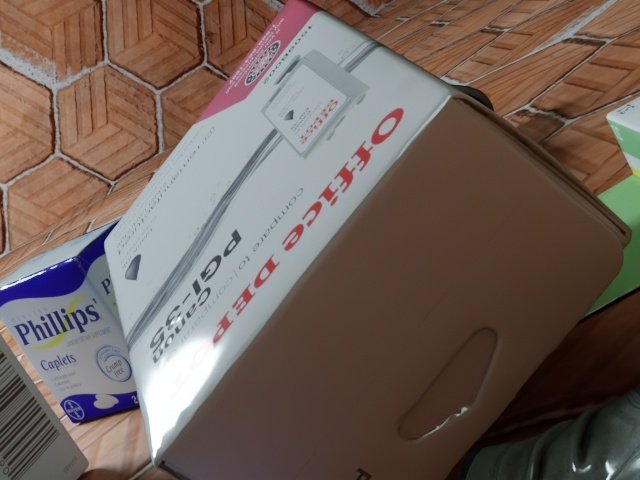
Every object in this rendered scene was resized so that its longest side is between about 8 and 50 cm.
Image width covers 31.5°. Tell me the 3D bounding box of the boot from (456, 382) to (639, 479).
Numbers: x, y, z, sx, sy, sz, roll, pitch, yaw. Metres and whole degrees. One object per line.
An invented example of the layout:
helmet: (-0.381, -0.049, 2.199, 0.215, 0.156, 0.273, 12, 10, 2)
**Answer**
boot: (0.111, 0.110, 0.317, 0.161, 0.083, 0.246, -42, 15, 20)

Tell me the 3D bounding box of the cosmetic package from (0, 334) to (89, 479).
cosmetic package: (-0.301, 0.165, 0.800, 0.184, 0.151, 0.151, -23, 16, 30)

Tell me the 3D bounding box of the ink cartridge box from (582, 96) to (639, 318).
ink cartridge box: (0.210, -0.043, 0.684, 0.235, 0.056, 0.171, -28, 14, 3)

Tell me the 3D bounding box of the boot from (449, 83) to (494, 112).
boot: (0.050, -0.076, 1.004, 0.263, 0.091, 0.229, -10, 19, 10)

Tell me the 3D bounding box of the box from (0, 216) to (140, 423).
box: (-0.183, 0.068, 0.931, 0.126, 0.137, 0.072, -20, 17, 37)

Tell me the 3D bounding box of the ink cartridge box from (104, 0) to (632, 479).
ink cartridge box: (0.000, 0.000, 0.597, 0.207, 0.117, 0.283, -51, 23, 6)
